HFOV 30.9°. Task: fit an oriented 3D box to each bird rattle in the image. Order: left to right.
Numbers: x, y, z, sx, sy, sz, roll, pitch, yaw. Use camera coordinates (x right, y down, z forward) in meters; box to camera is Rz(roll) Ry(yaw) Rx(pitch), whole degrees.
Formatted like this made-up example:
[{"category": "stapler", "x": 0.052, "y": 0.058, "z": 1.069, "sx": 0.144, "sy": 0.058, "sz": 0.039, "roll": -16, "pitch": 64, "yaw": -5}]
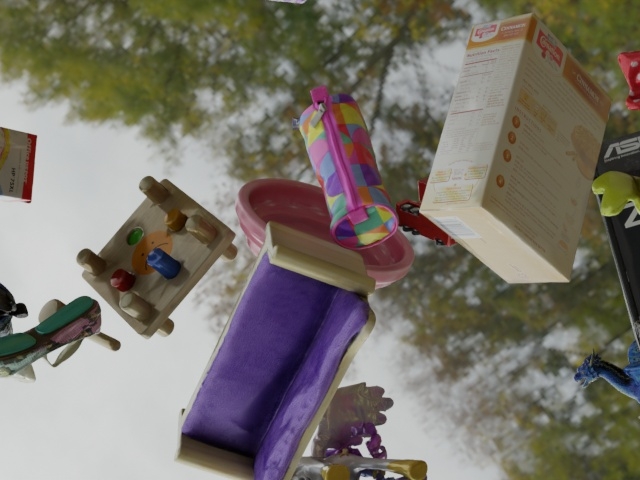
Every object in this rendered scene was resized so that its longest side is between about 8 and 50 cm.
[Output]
[{"category": "bird rattle", "x": 0.428, "y": -0.106, "z": 1.306, "sx": 0.207, "sy": 0.253, "sz": 0.143, "roll": 15, "pitch": 169, "yaw": 40}]

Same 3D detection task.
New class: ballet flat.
[{"category": "ballet flat", "x": -0.412, "y": 0.159, "z": 1.690, "sx": 0.221, "sy": 0.077, "sz": 0.079, "roll": -28, "pitch": -60, "yaw": -31}]

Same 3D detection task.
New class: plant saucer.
[{"category": "plant saucer", "x": 0.000, "y": 0.000, "z": 2.053, "sx": 0.332, "sy": 0.084, "sz": 0.332, "roll": 18, "pitch": -158, "yaw": -8}]

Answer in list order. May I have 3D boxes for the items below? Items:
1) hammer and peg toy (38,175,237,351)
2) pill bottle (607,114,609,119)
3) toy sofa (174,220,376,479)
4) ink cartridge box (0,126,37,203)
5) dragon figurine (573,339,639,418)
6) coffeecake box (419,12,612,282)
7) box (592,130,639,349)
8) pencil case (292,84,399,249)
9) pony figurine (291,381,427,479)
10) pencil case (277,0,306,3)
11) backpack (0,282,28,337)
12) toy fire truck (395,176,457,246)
[{"category": "hammer and peg toy", "x": -0.336, "y": 0.073, "z": 2.152, "sx": 0.266, "sy": 0.361, "sz": 0.127, "roll": 35, "pitch": 173, "yaw": 44}, {"category": "pill bottle", "x": 0.402, "y": -0.159, "z": 2.009, "sx": 0.136, "sy": 0.136, "sz": 0.245, "roll": 43, "pitch": -125, "yaw": -17}, {"category": "toy sofa", "x": -0.068, "y": 0.174, "z": 1.592, "sx": 0.150, "sy": 0.362, "sz": 0.177, "roll": 21, "pitch": -159, "yaw": -15}, {"category": "ink cartridge box", "x": -0.626, "y": -0.149, "z": 2.221, "sx": 0.231, "sy": 0.078, "sz": 0.134, "roll": 9, "pitch": -98, "yaw": -49}, {"category": "dragon figurine", "x": 0.585, "y": 0.223, "z": 2.031, "sx": 0.144, "sy": 0.289, "sz": 0.085, "roll": 52, "pitch": -142, "yaw": -12}, {"category": "coffeecake box", "x": 0.173, "y": -0.076, "z": 0.998, "sx": 0.142, "sy": 0.068, "sz": 0.185, "roll": 35, "pitch": -116, "yaw": -39}, {"category": "box", "x": 0.558, "y": -0.038, "z": 1.443, "sx": 0.318, "sy": 0.395, "sz": 0.097, "roll": -91, "pitch": -20, "yaw": -44}, {"category": "pencil case", "x": 0.035, "y": -0.100, "z": 1.607, "sx": 0.104, "sy": 0.104, "sz": 0.236, "roll": 27, "pitch": -145, "yaw": -44}, {"category": "pony figurine", "x": 0.031, "y": 0.431, "z": 2.185, "sx": 0.351, "sy": 0.363, "sz": 0.303, "roll": 4, "pitch": -90, "yaw": -35}, {"category": "pencil case", "x": -0.109, "y": -0.427, "z": 1.819, "sx": 0.206, "sy": 0.088, "sz": 0.086, "roll": 2, "pitch": -122, "yaw": -22}, {"category": "backpack", "x": -0.673, "y": 0.131, "z": 1.915, "sx": 0.276, "sy": 0.213, "sz": 0.263, "roll": 40, "pitch": -131, "yaw": 17}, {"category": "toy fire truck", "x": 0.206, "y": -0.051, "z": 2.002, "sx": 0.135, "sy": 0.047, "sz": 0.192, "roll": -21, "pitch": -152, "yaw": -31}]
